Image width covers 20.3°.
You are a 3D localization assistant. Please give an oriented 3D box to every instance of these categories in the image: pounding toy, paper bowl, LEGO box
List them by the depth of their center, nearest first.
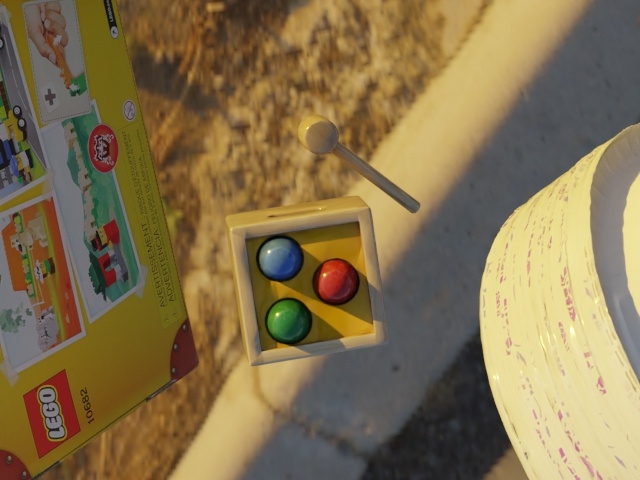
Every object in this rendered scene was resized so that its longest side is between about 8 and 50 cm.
[{"bbox_3d":[0.234,0.061,0.949,0.284,0.284,0.148,33,131,-20],"label":"paper bowl"},{"bbox_3d":[0.008,-0.007,1.604,0.181,0.094,0.206,-9,100,-5],"label":"pounding toy"},{"bbox_3d":[-0.341,-0.032,1.757,0.193,0.372,0.500,-2,108,32],"label":"LEGO box"}]
